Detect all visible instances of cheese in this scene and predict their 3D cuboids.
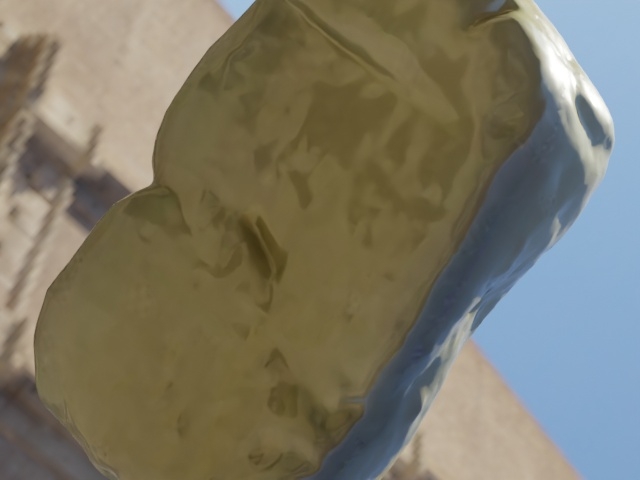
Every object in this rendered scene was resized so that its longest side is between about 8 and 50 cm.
[{"bbox_3d":[0.001,0.000,0.744,0.159,0.093,0.263,37,-85,27],"label":"cheese"}]
